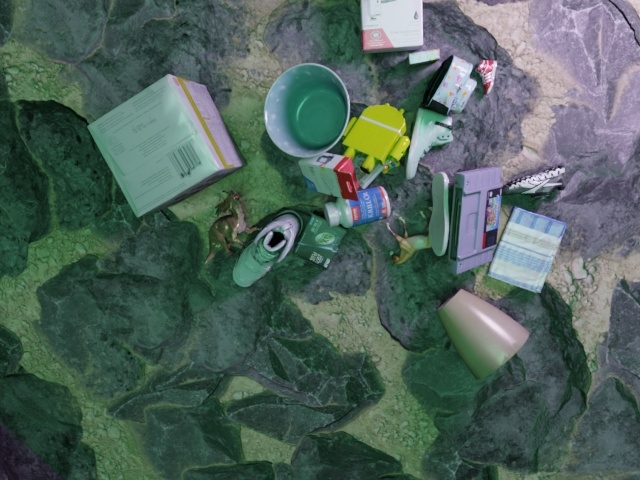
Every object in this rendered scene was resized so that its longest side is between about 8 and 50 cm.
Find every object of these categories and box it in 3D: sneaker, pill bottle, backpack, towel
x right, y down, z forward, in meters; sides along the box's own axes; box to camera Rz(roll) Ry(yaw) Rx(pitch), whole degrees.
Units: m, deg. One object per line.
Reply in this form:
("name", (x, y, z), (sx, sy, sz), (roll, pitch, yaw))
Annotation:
("sneaker", (0.762, -0.184, 1.856), (0.234, 0.078, 0.106), (-18, 98, 7))
("sneaker", (0.566, -0.565, 1.810), (0.067, 0.042, 0.118), (9, 95, 0))
("pill bottle", (0.129, -0.114, 1.884), (0.222, 0.124, 0.124), (-15, 101, -8))
("backpack", (0.442, -0.523, 1.768), (0.145, 0.166, 0.188), (20, 107, 0))
("sneaker", (-0.215, 0.045, 1.934), (0.137, 0.210, 0.366), (42, 103, -4))
("sneaker", (0.474, -0.090, 1.858), (0.147, 0.105, 0.295), (2, 91, -23))
("towel", (0.760, 0.037, 1.929), (0.209, 0.034, 0.284), (18, 102, 4))
("sneaker", (0.388, -0.328, 1.854), (0.151, 0.094, 0.255), (12, 104, 0))

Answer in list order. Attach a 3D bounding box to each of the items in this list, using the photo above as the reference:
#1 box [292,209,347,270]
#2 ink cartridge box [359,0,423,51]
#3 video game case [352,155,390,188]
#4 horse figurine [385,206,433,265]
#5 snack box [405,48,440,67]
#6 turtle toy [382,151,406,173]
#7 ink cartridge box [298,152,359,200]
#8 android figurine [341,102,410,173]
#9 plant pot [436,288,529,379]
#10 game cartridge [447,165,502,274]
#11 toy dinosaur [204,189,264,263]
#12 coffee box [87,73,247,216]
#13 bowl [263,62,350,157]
("box", (0.000, 0.000, 1.971), (0.147, 0.077, 0.180), (27, 103, -1))
("ink cartridge box", (0.235, -0.787, 1.755), (0.207, 0.117, 0.282), (-2, 102, 6))
("video game case", (0.167, -0.287, 1.876), (0.157, 0.019, 0.143), (-47, 60, 19))
("horse figurine", (0.364, -0.020, 1.938), (0.263, 0.066, 0.174), (-20, 94, 12))
("snack box", (0.344, -0.616, 1.770), (0.100, 0.141, 0.037), (-7, 102, 7))
("turtle toy", (0.251, -0.302, 1.886), (0.130, 0.066, 0.095), (-30, 98, 11))
("ink cartridge box", (0.047, -0.229, 1.833), (0.231, 0.078, 0.134), (19, 146, 36))
("android figurine", (0.192, -0.366, 1.829), (0.248, 0.056, 0.272), (26, 77, 26))
("plant pot", (0.567, 0.320, 1.919), (0.274, 0.256, 0.256), (46, 103, 10))
("game cartridge", (0.546, -0.074, 1.833), (0.230, 0.068, 0.354), (-13, 111, -34))
("toy dinosaur", (-0.359, -0.051, 1.975), (0.296, 0.127, 0.200), (-42, 96, 17))
("coffee box", (-0.513, -0.325, 1.819), (0.338, 0.334, 0.338), (-27, 96, 12))
("bowl", (-0.023, -0.436, 1.813), (0.312, 0.163, 0.311), (1, 93, 20))
